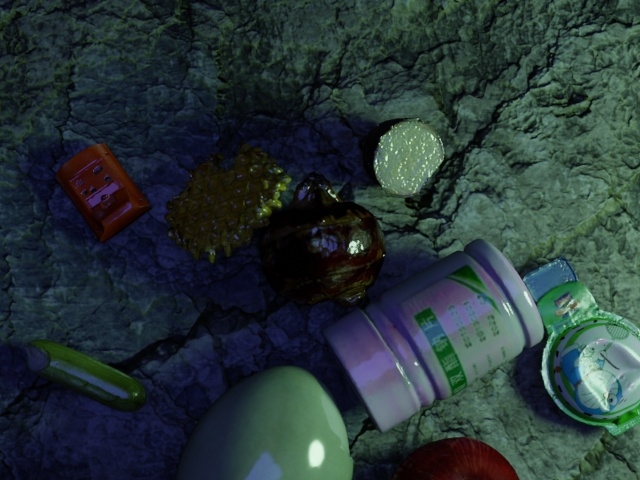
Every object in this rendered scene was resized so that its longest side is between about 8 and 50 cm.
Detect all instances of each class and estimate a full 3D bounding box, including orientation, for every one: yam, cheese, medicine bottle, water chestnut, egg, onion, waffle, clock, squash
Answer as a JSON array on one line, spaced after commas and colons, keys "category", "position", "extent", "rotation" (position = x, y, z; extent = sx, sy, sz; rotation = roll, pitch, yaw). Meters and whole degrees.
[{"category": "yam", "position": [0.137, -0.148, 1.663], "extent": [0.129, 0.238, 0.128], "rotation": [-21, 97, -1]}, {"category": "cheese", "position": [0.468, 0.186, 1.679], "extent": [0.204, 0.083, 0.320], "rotation": [-27, 83, -4]}, {"category": "medicine bottle", "position": [0.190, 0.160, 1.619], "extent": [0.325, 0.212, 0.212], "rotation": [-29, 82, -5]}, {"category": "water chestnut", "position": [0.000, 0.000, 1.640], "extent": [0.224, 0.223, 0.238], "rotation": [-8, 95, -1]}, {"category": "egg", "position": [-0.083, 0.370, 1.553], "extent": [0.278, 0.278, 0.336], "rotation": [29, 82, 4]}, {"category": "onion", "position": [0.229, 0.446, 1.605], "extent": [0.248, 0.161, 0.248], "rotation": [-1, 51, 2]}, {"category": "waffle", "position": [-0.171, -0.071, 1.679], "extent": [0.231, 0.051, 0.229], "rotation": [-47, 48, -5]}, {"category": "clock", "position": [-0.399, -0.091, 1.734], "extent": [0.113, 0.061, 0.155], "rotation": [-37, 81, -5]}, {"category": "squash", "position": [-0.417, 0.237, 1.676], "extent": [0.239, 0.069, 0.069], "rotation": [24, 82, 3]}]
